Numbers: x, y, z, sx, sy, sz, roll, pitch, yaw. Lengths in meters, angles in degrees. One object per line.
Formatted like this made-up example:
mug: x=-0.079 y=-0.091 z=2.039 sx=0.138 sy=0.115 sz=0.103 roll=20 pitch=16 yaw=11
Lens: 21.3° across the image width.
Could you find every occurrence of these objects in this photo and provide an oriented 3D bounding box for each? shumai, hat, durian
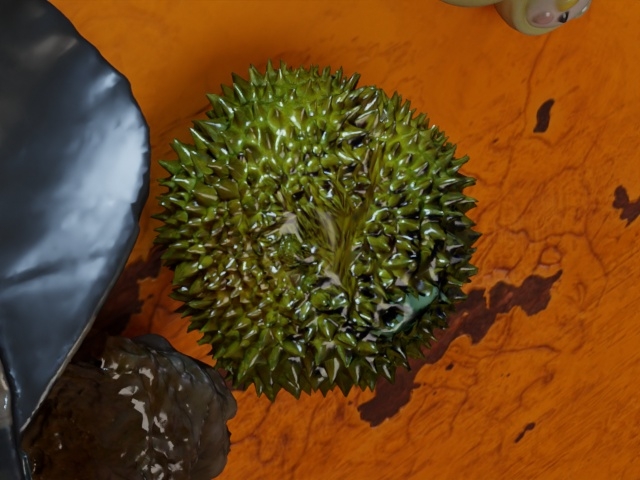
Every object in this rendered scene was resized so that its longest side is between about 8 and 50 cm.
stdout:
shumai: x=-0.167 y=0.125 z=1.350 sx=0.185 sy=0.184 sz=0.218 roll=-60 pitch=145 yaw=-52
hat: x=-0.310 y=-0.003 z=1.124 sx=0.366 sy=0.257 sz=0.381 roll=47 pitch=47 yaw=-35
durian: x=0.001 y=0.003 z=1.332 sx=0.291 sy=0.224 sz=0.291 roll=-25 pitch=134 yaw=-28

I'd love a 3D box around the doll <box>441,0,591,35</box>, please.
doll: x=0.160 y=-0.239 z=1.385 sx=0.296 sy=0.117 sz=0.141 roll=23 pitch=104 yaw=-50
